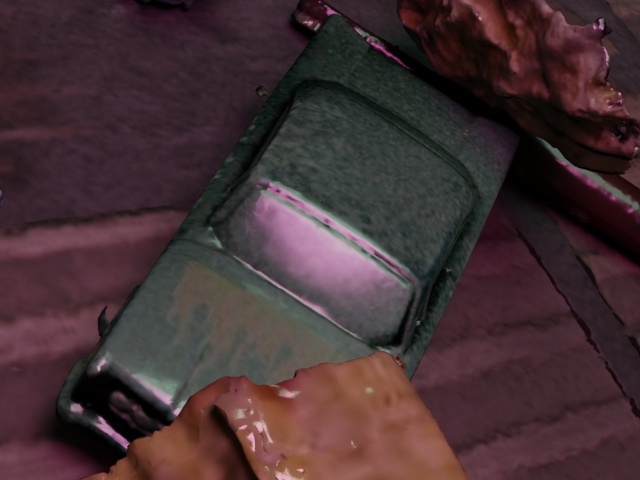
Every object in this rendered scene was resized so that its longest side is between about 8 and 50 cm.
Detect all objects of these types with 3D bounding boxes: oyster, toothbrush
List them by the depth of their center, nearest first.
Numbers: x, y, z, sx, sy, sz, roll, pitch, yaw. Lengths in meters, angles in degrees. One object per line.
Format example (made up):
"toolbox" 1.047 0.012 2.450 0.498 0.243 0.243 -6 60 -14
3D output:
"oyster" 0.102 -0.102 0.792 0.072 0.133 0.209 -31 57 -1
"toothbrush" 0.139 -0.046 0.877 0.364 0.041 0.041 33 41 -2

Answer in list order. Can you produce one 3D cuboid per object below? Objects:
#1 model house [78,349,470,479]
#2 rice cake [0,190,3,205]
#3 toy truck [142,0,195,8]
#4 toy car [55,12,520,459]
"model house" -0.005 0.162 0.423 0.160 0.254 0.196 -5 56 -41
"rice cake" -0.161 0.043 0.593 0.042 0.030 0.180 12 45 -7
"toy truck" -0.077 -0.291 0.894 0.184 0.133 0.338 45 40 -17
"toy car" 0.000 0.000 0.694 0.141 0.097 0.321 33 40 -2
